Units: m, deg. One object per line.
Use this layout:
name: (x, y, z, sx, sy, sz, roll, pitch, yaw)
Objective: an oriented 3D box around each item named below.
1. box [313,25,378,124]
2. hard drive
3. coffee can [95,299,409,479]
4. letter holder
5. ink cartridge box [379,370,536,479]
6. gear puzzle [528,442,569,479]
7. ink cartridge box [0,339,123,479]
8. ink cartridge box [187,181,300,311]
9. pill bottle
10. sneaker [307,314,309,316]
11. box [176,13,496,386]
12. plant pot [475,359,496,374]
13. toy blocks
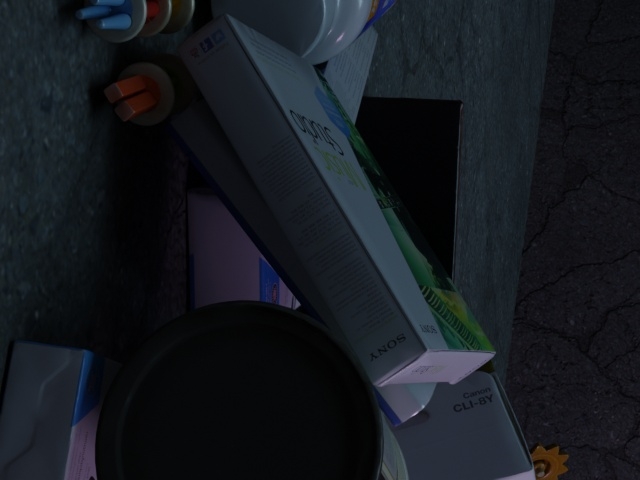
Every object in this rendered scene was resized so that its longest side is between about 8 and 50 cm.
box: (0.007, -0.176, 1.509, 0.067, 0.063, 0.324, 56, 22, -22)
hard drive: (0.000, 0.000, 1.269, 0.319, 0.040, 0.210, 52, 18, -3)
coffee can: (-0.039, 0.178, 1.090, 0.275, 0.201, 0.201, 65, 32, -71)
letter holder: (0.103, -0.036, 1.848, 0.214, 0.152, 0.302, -48, 141, -83)
ink cartridge box: (0.124, 0.368, 1.731, 0.385, 0.279, 0.160, 76, -4, -45)
gear puzzle: (0.166, 0.330, 1.872, 0.044, 0.339, 0.175, -106, 177, -52)
ink cartridge box: (-0.178, 0.143, 1.072, 0.180, 0.060, 0.104, 43, 53, -71)
ink cartridge box: (-0.061, 0.003, 1.403, 0.190, 0.082, 0.140, -35, 126, -71)
pill bottle: (-0.010, -0.259, 1.390, 0.272, 0.152, 0.152, -54, 145, -63)
sneaker: (-0.009, 0.113, 1.695, 0.070, 0.051, 0.134, -45, 179, -10)
box: (0.021, -0.026, 1.182, 0.322, 0.058, 0.232, 60, 15, 14)
plant pot: (0.158, 0.295, 2.005, 0.212, 0.187, 0.212, -94, -177, -73)
toy blocks: (-0.149, -0.149, 1.109, 0.148, 0.054, 0.123, -37, 129, -69)
